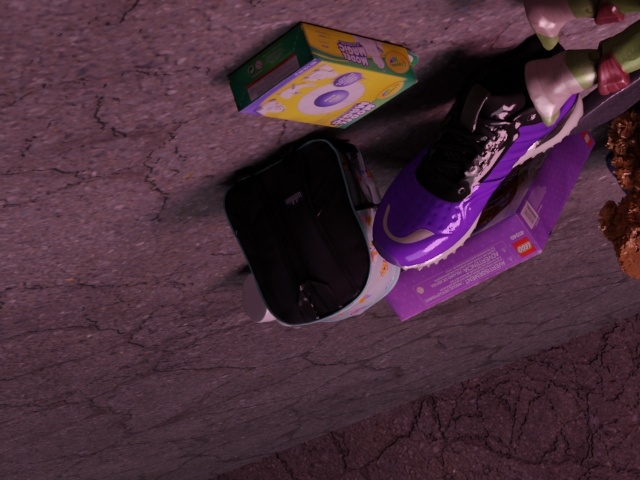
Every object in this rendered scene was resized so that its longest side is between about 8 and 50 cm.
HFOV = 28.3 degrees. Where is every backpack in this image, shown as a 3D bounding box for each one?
[{"bbox_3d":[0.000,0.000,1.418,0.166,0.188,0.144,-26,162,22],"label":"backpack"}]

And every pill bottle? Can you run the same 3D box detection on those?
[{"bbox_3d":[-0.021,0.070,1.784,0.169,0.094,0.094,-8,160,-33],"label":"pill bottle"}]

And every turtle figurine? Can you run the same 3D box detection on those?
[{"bbox_3d":[0.334,-0.183,1.147,0.266,0.198,0.274,-11,-177,28],"label":"turtle figurine"}]

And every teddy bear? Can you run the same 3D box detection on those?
[{"bbox_3d":[0.471,-0.084,1.605,0.245,0.113,0.338,12,137,23],"label":"teddy bear"}]

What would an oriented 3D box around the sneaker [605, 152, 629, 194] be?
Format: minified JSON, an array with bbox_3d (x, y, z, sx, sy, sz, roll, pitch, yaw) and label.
[{"bbox_3d":[0.468,-0.116,1.725,0.083,0.087,0.221,-15,163,-14],"label":"sneaker"}]

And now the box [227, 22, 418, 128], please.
[{"bbox_3d":[0.011,-0.151,1.206,0.105,0.043,0.179,-30,161,36],"label":"box"}]

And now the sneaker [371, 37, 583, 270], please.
[{"bbox_3d":[0.155,-0.104,1.313,0.293,0.102,0.146,-46,157,-12],"label":"sneaker"}]

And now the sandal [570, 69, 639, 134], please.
[{"bbox_3d":[0.354,-0.201,1.416,0.254,0.054,0.097,-40,162,29],"label":"sandal"}]

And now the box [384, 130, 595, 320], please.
[{"bbox_3d":[0.202,-0.034,1.505,0.201,0.057,0.293,-29,-167,35],"label":"box"}]
